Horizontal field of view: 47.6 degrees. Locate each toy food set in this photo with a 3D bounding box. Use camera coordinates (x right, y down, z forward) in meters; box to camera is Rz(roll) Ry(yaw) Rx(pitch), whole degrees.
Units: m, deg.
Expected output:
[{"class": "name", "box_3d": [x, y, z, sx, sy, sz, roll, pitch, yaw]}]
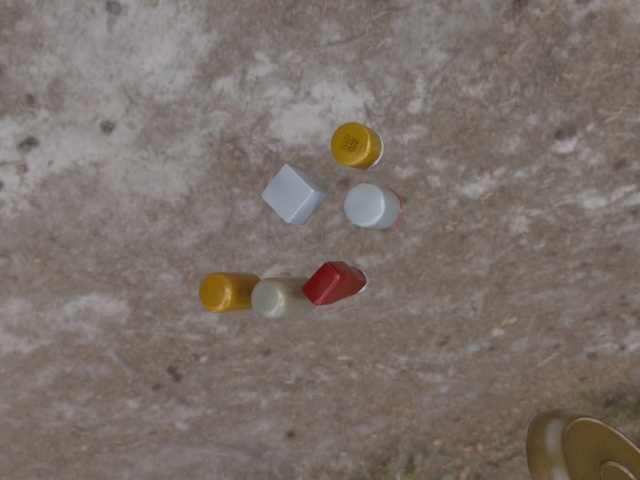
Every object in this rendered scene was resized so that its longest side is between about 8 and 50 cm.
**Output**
[{"class": "toy food set", "box_3d": [0.000, 0.000, 0.701, 0.232, 0.111, 0.104, -51, 160, 14]}]

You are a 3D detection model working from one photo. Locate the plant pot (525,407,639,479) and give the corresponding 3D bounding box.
[{"class": "plant pot", "box_3d": [0.325, 0.282, 0.794, 0.236, 0.236, 0.032, 23, 127, -26]}]
